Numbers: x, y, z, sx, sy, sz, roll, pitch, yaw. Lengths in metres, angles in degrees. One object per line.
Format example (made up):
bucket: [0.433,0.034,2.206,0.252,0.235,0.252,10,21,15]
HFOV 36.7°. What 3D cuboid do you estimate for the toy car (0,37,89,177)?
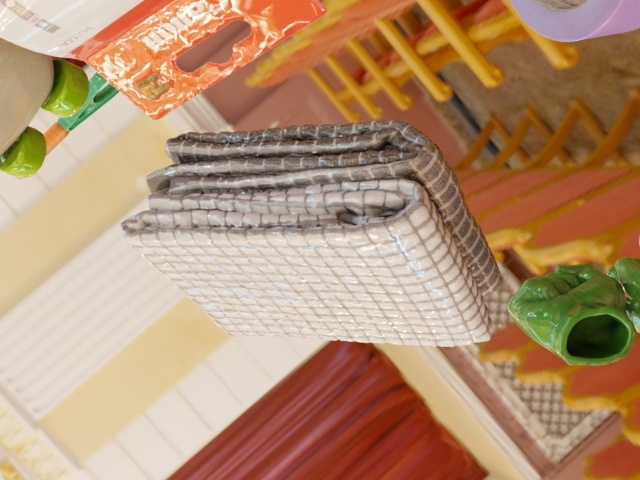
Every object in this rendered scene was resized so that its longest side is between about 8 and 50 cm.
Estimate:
toy car: [-0.341,-0.169,0.908,0.188,0.149,0.155,47,-164,33]

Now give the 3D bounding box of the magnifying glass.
magnifying glass: [-0.324,-0.168,1.279,0.026,0.231,0.092,44,-178,-1]

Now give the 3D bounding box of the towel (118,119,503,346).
towel: [0.000,0.000,0.871,0.283,0.121,0.235,-1,151,25]

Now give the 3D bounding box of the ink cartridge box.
ink cartridge box: [-0.137,-0.180,0.662,0.232,0.189,0.066,45,-145,-31]

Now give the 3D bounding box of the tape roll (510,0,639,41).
tape roll: [0.269,-0.299,0.968,0.189,0.080,0.189,35,131,52]

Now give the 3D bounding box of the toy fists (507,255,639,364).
toy fists: [0.373,0.080,1.218,0.142,0.279,0.096,-143,49,-65]
